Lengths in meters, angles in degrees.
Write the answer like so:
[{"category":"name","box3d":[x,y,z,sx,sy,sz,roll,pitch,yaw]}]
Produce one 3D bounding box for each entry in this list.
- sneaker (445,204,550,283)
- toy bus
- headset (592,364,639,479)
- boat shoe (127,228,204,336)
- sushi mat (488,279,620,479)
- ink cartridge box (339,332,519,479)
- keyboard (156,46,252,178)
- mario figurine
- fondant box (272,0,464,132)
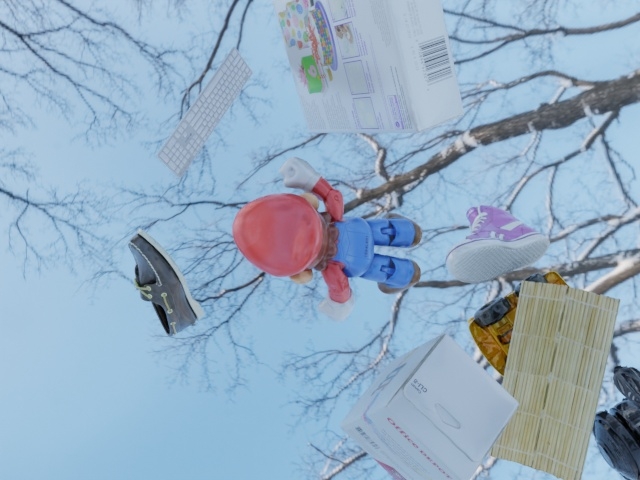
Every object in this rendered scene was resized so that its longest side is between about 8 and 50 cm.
[{"category":"sneaker","box3d":[0.329,-0.002,1.350,0.282,0.102,0.161,-6,-138,-39]},{"category":"toy bus","box3d":[0.429,0.169,1.389,0.220,0.211,0.149,-36,-95,5]},{"category":"headset","box3d":[0.549,0.276,1.059,0.394,0.243,0.185,11,-134,-61]},{"category":"boat shoe","box3d":[-0.254,0.075,1.030,0.069,0.081,0.227,-41,-38,-20]},{"category":"sushi mat","box3d":[0.377,0.228,1.058,0.019,0.152,0.316,-2,-77,-58]},{"category":"ink cartridge box","box3d":[0.131,0.219,0.815,0.128,0.176,0.127,44,-116,3]},{"category":"keyboard","box3d":[-0.208,-0.235,1.185,0.256,0.014,0.072,-59,-31,-16]},{"category":"mario figurine","box3d":[0.000,0.000,0.980,0.321,0.170,0.198,11,-136,-40]},{"category":"fondant box","box3d":[0.063,-0.297,1.031,0.096,0.330,0.238,-25,-70,-25]}]
